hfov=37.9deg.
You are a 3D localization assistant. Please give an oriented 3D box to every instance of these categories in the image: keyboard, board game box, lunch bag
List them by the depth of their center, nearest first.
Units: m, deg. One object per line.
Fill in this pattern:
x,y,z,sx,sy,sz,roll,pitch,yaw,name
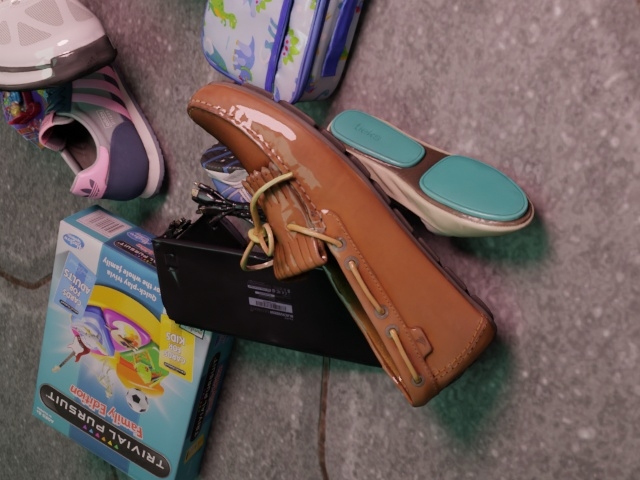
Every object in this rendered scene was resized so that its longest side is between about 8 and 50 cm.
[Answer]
-0.037,-0.265,0.999,0.176,0.090,0.219,36,125,29,lunch bag
-0.054,0.033,1.057,0.317,0.033,0.201,9,121,23,keyboard
-0.170,0.011,1.246,0.100,0.038,0.192,48,132,-5,keyboard
-0.257,0.157,1.278,0.254,0.079,0.336,26,119,18,board game box
-0.477,-0.224,1.475,0.168,0.033,0.133,35,123,32,board game box

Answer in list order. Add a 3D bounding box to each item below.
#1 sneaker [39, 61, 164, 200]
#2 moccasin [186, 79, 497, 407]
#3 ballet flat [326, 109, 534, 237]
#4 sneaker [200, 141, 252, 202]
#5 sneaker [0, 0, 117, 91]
-0.335,-0.184,1.275,0.319,0.131,0.112,53,131,26,sneaker
0.000,0.000,0.922,0.380,0.147,0.139,49,172,-4,moccasin
0.106,-0.054,0.931,0.248,0.086,0.086,35,123,35,ballet flat
-0.042,-0.063,1.077,0.211,0.080,0.081,17,139,38,sneaker
-0.436,-0.362,1.207,0.447,0.169,0.257,31,140,41,sneaker
